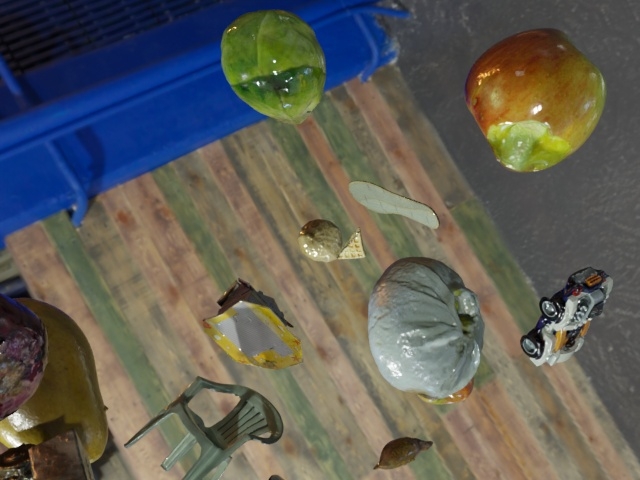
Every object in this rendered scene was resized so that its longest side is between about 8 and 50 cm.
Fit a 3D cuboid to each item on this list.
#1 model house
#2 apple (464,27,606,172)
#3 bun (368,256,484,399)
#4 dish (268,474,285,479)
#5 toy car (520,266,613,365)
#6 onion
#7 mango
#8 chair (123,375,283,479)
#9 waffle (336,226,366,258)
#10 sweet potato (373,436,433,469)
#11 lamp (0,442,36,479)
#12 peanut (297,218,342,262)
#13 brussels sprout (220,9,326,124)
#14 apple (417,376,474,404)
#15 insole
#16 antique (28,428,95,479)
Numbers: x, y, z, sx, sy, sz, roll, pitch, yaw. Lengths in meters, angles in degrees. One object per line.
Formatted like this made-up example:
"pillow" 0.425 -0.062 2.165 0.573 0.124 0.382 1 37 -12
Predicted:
"model house" -0.131 0.185 1.659 0.207 0.136 0.219 -30 115 35
"apple" 0.528 -0.349 1.755 0.339 0.339 0.340 42 149 33
"bun" 0.266 0.206 1.719 0.211 0.362 0.362 -12 107 39
"dish" -0.039 0.582 1.278 0.316 0.106 0.317 -2 -90 -82
"toy car" 0.620 0.192 1.789 0.118 0.193 0.301 51 147 31
"onion" -0.572 0.187 1.152 0.219 0.252 0.252 19 134 40
"mango" -0.668 0.346 1.713 0.220 0.301 0.445 -30 96 49
"chair" -0.237 0.427 1.546 0.203 0.274 0.191 42 172 35
"waffle" 0.088 0.010 2.219 0.153 0.097 0.023 74 -163 -55
"sweet potato" 0.209 0.496 1.704 0.068 0.226 0.068 4 95 43
"lamp" -0.622 0.579 1.531 0.177 0.177 0.274 17 118 55
"peanut" 0.000 0.000 2.406 0.109 0.159 0.141 150 127 -65
"brussels sprout" -0.093 -0.379 1.587 0.271 0.219 0.210 54 -151 -55
"apple" 0.374 0.413 2.219 0.196 0.195 0.196 42 149 33
"insole" 0.195 -0.103 1.986 0.348 0.009 0.119 24 150 45
"antique" -0.438 0.425 1.233 0.183 0.086 0.088 41 149 55
